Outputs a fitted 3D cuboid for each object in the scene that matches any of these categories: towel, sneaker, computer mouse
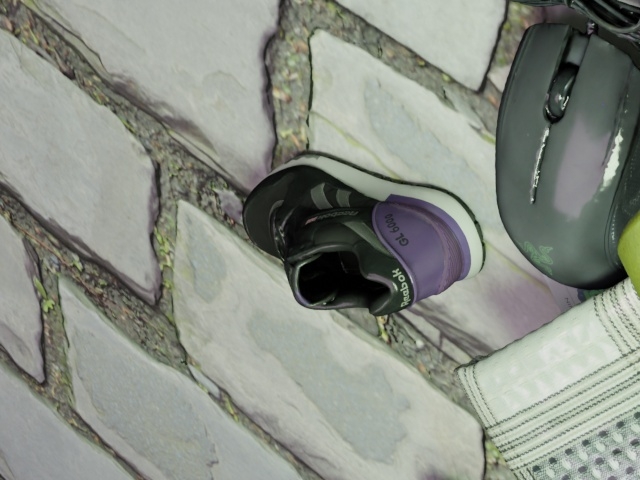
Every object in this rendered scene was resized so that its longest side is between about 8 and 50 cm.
[{"bbox_3d":[0.285,0.166,1.335,0.324,0.056,0.312,-32,90,39],"label":"towel"},{"bbox_3d":[0.000,0.000,1.596,0.283,0.124,0.107,8,123,51],"label":"sneaker"},{"bbox_3d":[0.170,-0.077,1.328,0.188,0.072,0.272,22,128,40],"label":"computer mouse"}]

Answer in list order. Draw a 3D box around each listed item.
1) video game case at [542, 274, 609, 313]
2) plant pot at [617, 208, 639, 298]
[{"bbox_3d":[0.249,0.064,1.413,0.157,0.019,0.143,-15,105,56],"label":"video game case"},{"bbox_3d":[0.350,0.093,1.034,0.353,0.366,0.366,63,149,14],"label":"plant pot"}]
